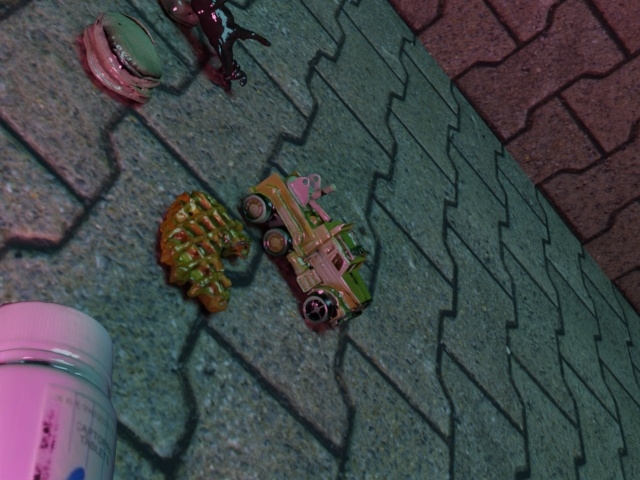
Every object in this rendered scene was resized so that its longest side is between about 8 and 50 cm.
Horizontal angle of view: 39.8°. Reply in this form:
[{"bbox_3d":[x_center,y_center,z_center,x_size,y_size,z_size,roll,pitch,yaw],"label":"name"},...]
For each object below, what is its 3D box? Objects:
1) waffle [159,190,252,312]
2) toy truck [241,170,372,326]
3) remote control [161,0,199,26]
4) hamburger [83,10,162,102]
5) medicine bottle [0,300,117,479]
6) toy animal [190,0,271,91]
[{"bbox_3d":[-0.153,0.011,1.222,0.149,0.051,0.194,40,29,-27],"label":"waffle"},{"bbox_3d":[-0.001,0.004,1.404,0.260,0.135,0.128,63,26,7],"label":"toy truck"},{"bbox_3d":[-0.298,-0.527,1.625,0.090,0.038,0.310,4,57,-59],"label":"remote control"},{"bbox_3d":[-0.290,-0.273,1.309,0.133,0.062,0.140,22,39,-52],"label":"hamburger"},{"bbox_3d":[-0.245,0.184,0.730,0.152,0.152,0.255,38,31,-33],"label":"medicine bottle"},{"bbox_3d":[-0.170,-0.391,1.579,0.148,0.084,0.233,-53,126,-62],"label":"toy animal"}]
